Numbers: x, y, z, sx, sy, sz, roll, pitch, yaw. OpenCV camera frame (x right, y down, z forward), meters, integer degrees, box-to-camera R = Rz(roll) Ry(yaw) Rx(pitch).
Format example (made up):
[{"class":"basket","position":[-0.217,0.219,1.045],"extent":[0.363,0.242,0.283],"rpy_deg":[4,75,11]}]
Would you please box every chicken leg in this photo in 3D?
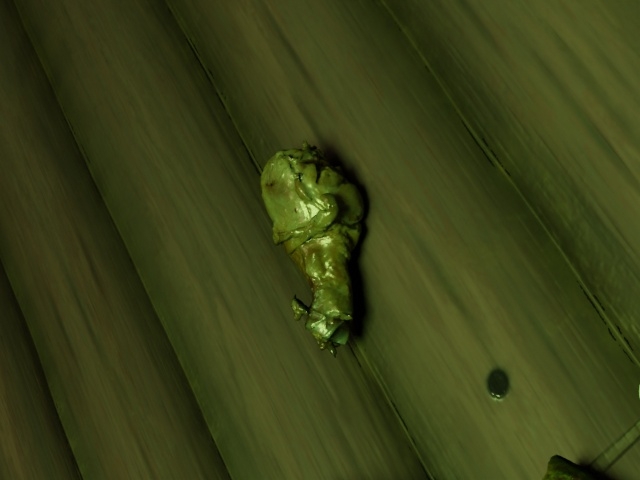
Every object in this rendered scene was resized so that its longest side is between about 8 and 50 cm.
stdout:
[{"class":"chicken leg","position":[0.000,0.000,1.336],"extent":[0.103,0.088,0.227],"rpy_deg":[-30,59,28]}]

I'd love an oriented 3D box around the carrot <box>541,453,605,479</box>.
[{"class":"carrot","position":[0.232,0.238,1.046],"extent":[0.173,0.082,0.082],"rpy_deg":[27,105,44]}]
